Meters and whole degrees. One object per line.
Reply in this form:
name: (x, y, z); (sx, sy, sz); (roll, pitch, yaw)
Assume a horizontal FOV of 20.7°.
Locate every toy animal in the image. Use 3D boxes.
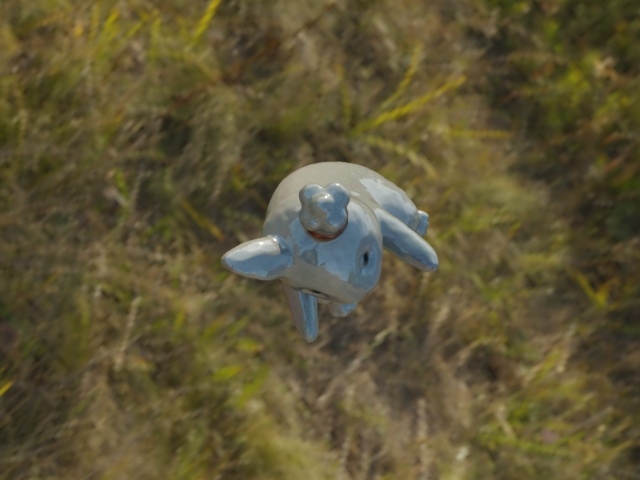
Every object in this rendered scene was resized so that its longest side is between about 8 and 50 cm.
toy animal: (0.009, 0.010, 1.504); (0.138, 0.140, 0.282); (51, 10, -6)
